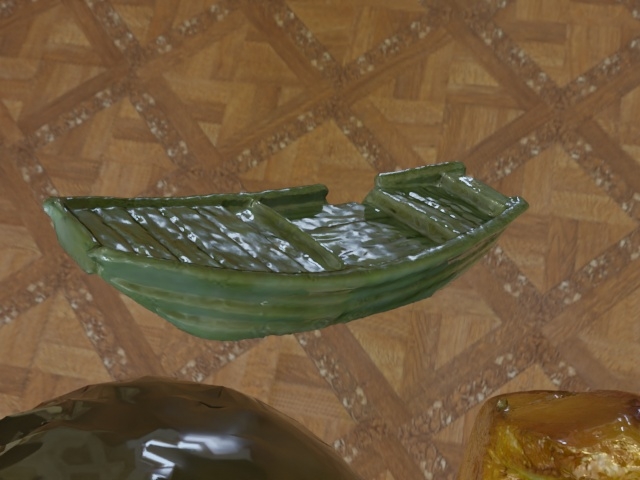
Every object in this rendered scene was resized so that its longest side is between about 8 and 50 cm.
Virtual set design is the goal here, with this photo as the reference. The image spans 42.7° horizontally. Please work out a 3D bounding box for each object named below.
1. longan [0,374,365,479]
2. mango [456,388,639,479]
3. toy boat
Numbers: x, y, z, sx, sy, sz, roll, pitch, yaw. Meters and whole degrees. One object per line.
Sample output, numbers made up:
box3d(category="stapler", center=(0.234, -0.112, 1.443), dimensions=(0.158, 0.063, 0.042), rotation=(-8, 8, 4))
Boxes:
box3d(category="longan", center=(-0.119, 0.295, 0.452), dimensions=(0.404, 0.404, 0.436), rotation=(1, 55, 8))
box3d(category="mango", center=(0.219, 0.228, 0.752), dimensions=(0.201, 0.350, 0.199), rotation=(-44, 89, -12))
box3d(category="toy boat", center=(0.000, 0.000, 0.416), dimensions=(0.293, 0.055, 0.093), rotation=(-9, 34, -46))
